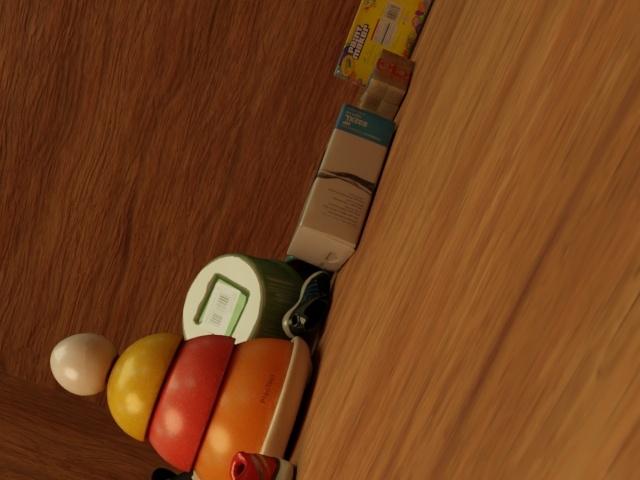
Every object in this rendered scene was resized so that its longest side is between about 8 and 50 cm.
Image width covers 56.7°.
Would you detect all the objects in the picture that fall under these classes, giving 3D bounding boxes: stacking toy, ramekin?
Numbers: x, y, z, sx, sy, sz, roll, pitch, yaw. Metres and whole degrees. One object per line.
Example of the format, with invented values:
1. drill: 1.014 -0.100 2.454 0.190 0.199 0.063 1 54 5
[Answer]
1. stacking toy: -0.283 0.286 1.159 0.350 0.480 0.350 -159 90 -87
2. ramekin: -0.188 0.175 1.416 0.148 0.303 0.303 24 -95 -50

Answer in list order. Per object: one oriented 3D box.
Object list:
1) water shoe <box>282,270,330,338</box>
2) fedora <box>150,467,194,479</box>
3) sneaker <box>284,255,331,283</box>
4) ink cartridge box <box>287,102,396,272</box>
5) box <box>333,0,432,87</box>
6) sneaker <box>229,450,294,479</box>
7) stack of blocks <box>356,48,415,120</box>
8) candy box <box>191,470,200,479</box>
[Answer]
1. water shoe: -0.007 0.140 1.302 0.080 0.073 0.203 -14 28 36
2. fedora: -0.361 0.779 1.766 0.152 0.334 0.334 -38 0 -7
3. sneaker: -0.022 0.050 1.550 0.178 0.124 0.295 -60 2 -18
4. ink cartridge box: 0.043 -0.110 1.332 0.223 0.129 0.307 122 168 -70
5. box: 0.176 -0.585 1.687 0.279 0.177 0.290 -76 8 -70
6. sneaker: -0.116 0.410 0.839 0.279 0.118 0.107 -79 10 -71
7. stack of blocks: 0.137 -0.328 1.503 0.297 0.087 0.171 115 175 -52
8. candy box: -0.262 0.608 1.667 0.165 0.070 0.196 -32 3 -2
